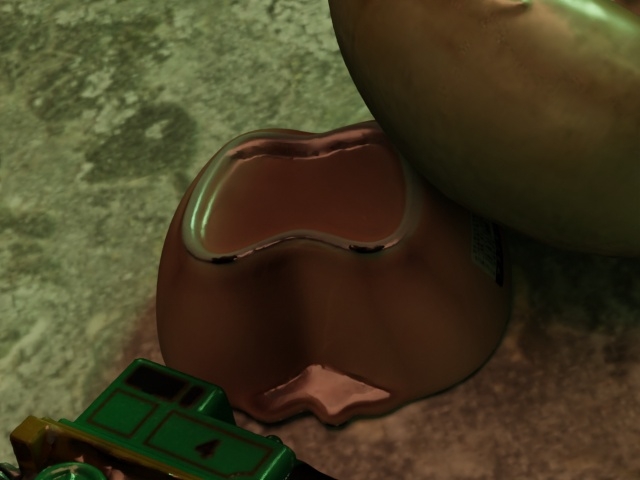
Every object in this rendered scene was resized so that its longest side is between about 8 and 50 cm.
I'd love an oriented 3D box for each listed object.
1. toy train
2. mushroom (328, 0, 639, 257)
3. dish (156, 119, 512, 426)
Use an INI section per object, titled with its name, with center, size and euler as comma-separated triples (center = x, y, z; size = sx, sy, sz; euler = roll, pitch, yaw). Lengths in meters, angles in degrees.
[toy train]
center = -0.066, 0.138, 1.021
size = 0.228, 0.091, 0.136
euler = 15, 46, 28
[mushroom]
center = 0.158, -0.151, 1.042
size = 0.298, 0.290, 0.297
euler = 18, 39, -15
[dish]
center = 0.000, 0.000, 1.114
size = 0.213, 0.090, 0.213
euler = -9, 48, 10
